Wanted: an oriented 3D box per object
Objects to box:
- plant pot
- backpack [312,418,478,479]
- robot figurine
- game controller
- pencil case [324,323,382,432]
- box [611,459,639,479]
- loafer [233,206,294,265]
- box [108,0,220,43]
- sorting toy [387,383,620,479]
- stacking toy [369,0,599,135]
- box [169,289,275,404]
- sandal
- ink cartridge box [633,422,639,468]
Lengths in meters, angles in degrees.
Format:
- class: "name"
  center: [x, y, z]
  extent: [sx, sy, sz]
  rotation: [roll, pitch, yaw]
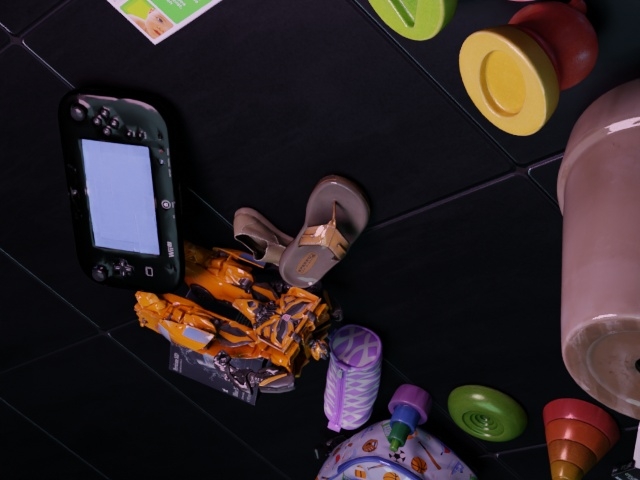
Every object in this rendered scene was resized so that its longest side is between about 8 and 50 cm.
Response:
- class: "plant pot"
  center: [0.386, 0.030, 1.494]
  extent: [0.323, 0.280, 0.323]
  rotation: [16, 144, 12]
- class: "backpack"
  center: [0.123, 0.421, 2.309]
  extent: [0.276, 0.213, 0.263]
  rotation: [33, 135, -5]
- class: "robot figurine"
  center: [-0.115, 0.106, 2.038]
  extent: [0.291, 0.211, 0.085]
  rotation: [20, 148, 25]
- class: "game controller"
  center: [-0.273, -0.066, 1.959]
  extent: [0.166, 0.067, 0.319]
  rotation: [13, 126, 22]
- class: "pencil case"
  center: [0.049, 0.214, 2.171]
  extent: [0.086, 0.088, 0.206]
  rotation: [20, 146, 13]
- class: "box"
  center: [0.497, 0.366, 2.141]
  extent: [0.083, 0.018, 0.067]
  rotation: [37, 144, -15]
- class: "loafer"
  center: [-0.069, 0.013, 2.012]
  extent: [0.148, 0.050, 0.056]
  rotation: [36, 145, -14]
- class: "box"
  center: [-0.184, -0.375, 1.506]
  extent: [0.262, 0.127, 0.231]
  rotation: [43, 145, -22]
- class: "sorting toy"
  center: [0.260, 0.306, 2.122]
  extent: [0.365, 0.126, 0.127]
  rotation: [6, 141, 26]
- class: "stacking toy"
  center: [0.180, -0.297, 1.432]
  extent: [0.279, 0.130, 0.309]
  rotation: [41, 150, 27]
- class: "box"
  center: [-0.151, 0.164, 2.231]
  extent: [0.158, 0.093, 0.156]
  rotation: [23, 146, 7]
- class: "sandal"
  center: [0.000, 0.000, 1.918]
  extent: [0.090, 0.060, 0.219]
  rotation: [27, 131, -11]
- class: "ink cartridge box"
  center: [0.536, 0.226, 1.790]
  extent: [0.237, 0.172, 0.100]
  rotation: [13, 144, 19]
